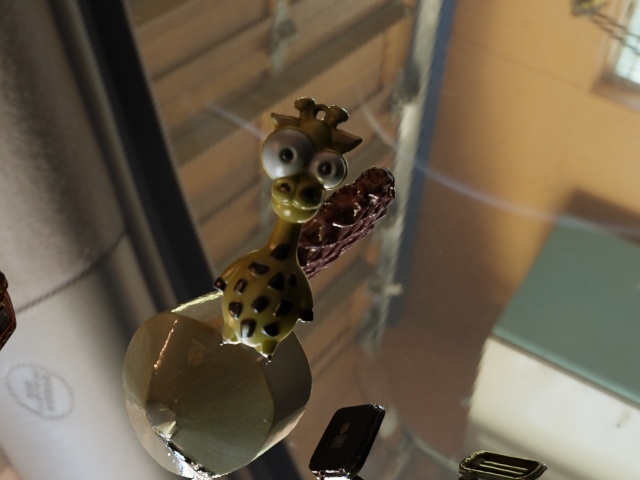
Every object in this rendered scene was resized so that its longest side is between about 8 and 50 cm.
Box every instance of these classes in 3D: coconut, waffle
[{"bbox_3d":[-0.176,0.239,2.082,0.323,0.323,0.323,-47,-29,-36],"label":"coconut"},{"bbox_3d":[0.000,0.000,1.576,0.234,0.055,0.221,-34,-12,-17],"label":"waffle"}]

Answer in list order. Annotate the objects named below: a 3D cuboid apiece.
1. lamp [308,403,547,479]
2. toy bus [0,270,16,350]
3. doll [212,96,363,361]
[{"bbox_3d":[0.151,0.309,1.705,0.203,0.283,0.124,-22,51,59],"label":"lamp"},{"bbox_3d":[-0.495,0.038,1.337,0.143,0.329,0.153,-59,-14,-26],"label":"toy bus"},{"bbox_3d":[-0.037,-0.013,1.370,0.086,0.117,0.291,-98,26,-84],"label":"doll"}]
